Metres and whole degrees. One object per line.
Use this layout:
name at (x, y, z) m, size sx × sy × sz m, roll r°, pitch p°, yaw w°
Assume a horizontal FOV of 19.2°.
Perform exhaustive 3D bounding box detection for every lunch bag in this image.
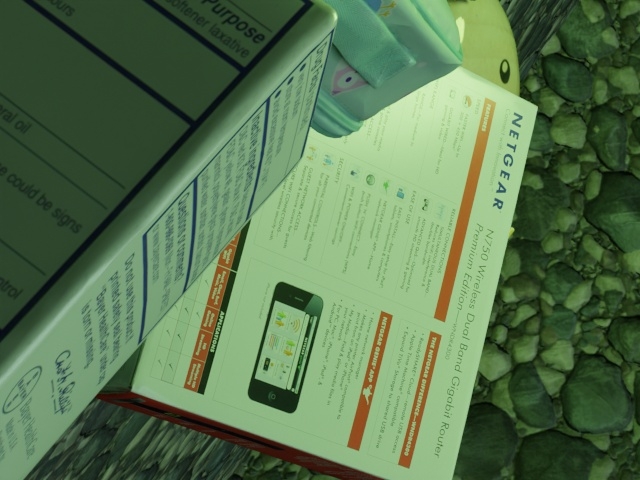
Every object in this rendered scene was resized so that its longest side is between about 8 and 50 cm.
lunch bag at (-0.034, -0.184, 0.957) m, size 0.108 × 0.224 × 0.279 m, roll -28°, pitch 151°, yaw 14°

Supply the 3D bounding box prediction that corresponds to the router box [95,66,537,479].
router box at (0.000, 0.000, 1.448) m, size 0.082 × 0.301 × 0.335 m, roll -5°, pitch -114°, yaw 54°

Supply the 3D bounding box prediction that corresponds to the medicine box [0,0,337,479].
medicine box at (-0.185, -0.043, 0.782) m, size 0.289 × 0.263 × 0.149 m, roll -49°, pitch 170°, yaw -22°

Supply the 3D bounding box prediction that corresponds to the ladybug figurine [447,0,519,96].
ladybug figurine at (0.028, -0.068, 1.750) m, size 0.449 × 0.162 × 0.305 m, roll -46°, pitch -158°, yaw 31°

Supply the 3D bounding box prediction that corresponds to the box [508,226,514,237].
box at (0.027, 0.004, 1.939) m, size 0.079 × 0.322 × 0.257 m, roll 29°, pitch 101°, yaw -36°
